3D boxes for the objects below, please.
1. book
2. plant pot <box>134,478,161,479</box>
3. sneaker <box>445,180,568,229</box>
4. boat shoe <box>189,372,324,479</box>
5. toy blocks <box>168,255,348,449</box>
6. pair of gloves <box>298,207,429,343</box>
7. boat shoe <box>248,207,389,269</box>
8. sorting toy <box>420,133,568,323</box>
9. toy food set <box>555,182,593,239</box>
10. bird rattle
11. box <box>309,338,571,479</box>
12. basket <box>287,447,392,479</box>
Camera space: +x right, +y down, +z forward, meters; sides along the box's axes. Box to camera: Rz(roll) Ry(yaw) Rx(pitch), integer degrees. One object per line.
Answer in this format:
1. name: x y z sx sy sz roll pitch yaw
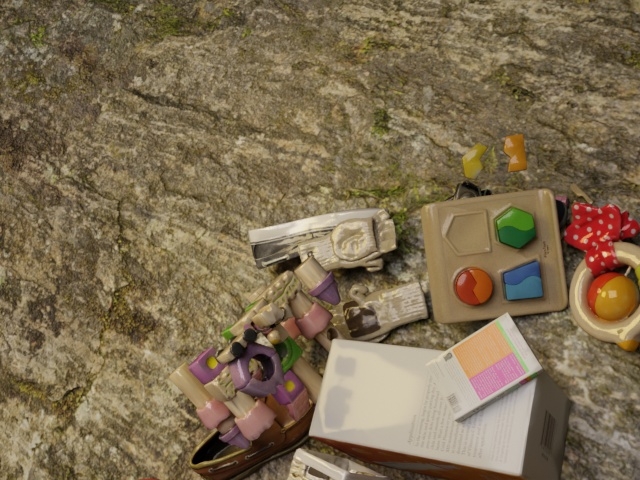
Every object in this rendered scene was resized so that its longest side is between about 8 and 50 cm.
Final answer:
1. book: 0.234 0.183 1.135 0.144 0.035 0.096 -33 55 12
2. plant pot: -0.292 0.573 1.399 0.275 0.275 0.243 -51 40 -1
3. sneaker: 0.316 -0.049 1.412 0.227 0.130 0.087 -1 67 34
4. boat shoe: -0.109 0.353 1.486 0.307 0.104 0.111 -42 49 5
5. toy blocks: -0.048 0.223 1.354 0.288 0.260 0.309 -45 7 -34
6. pair of gloves: 0.082 0.077 1.516 0.204 0.042 0.240 -27 75 16
7. boat shoe: 0.000 0.000 1.615 0.301 0.108 0.102 -11 92 13
8. sorting toy: 0.290 -0.019 1.354 0.229 0.041 0.307 -7 90 9
9. toy food set: 0.427 -0.041 1.417 0.122 0.019 0.078 -45 50 14
10. bird rattle: 0.477 0.059 1.270 0.253 0.143 0.207 36 104 42
11. box: 0.193 0.282 1.263 0.345 0.215 0.168 2 66 33
12. basket: 0.026 0.424 1.330 0.113 0.167 0.103 15 80 37
